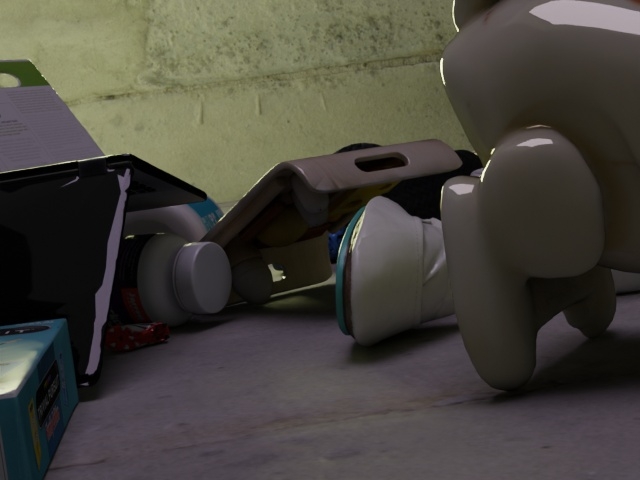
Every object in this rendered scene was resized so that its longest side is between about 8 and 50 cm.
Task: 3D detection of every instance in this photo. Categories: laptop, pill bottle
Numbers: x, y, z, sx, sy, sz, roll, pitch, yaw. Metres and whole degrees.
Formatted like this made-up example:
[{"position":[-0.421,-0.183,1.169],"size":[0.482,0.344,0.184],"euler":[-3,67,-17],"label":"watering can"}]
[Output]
[{"position":[-0.346,0.057,1.453],"size":[0.382,0.236,0.408],"euler":[-7,-8,11],"label":"laptop"},{"position":[-0.202,0.047,1.584],"size":[0.193,0.108,0.108],"euler":[-4,6,29],"label":"pill bottle"},{"position":[-0.196,0.005,1.802],"size":[0.146,0.146,0.264],"euler":[-7,6,6],"label":"pill bottle"}]

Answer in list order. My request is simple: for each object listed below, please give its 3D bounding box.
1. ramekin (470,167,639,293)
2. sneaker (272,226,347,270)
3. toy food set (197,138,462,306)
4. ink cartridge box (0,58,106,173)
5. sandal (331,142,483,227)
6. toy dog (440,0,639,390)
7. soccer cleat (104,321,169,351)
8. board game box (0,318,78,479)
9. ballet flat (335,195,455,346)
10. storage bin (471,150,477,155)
[{"position":[0.308,-0.024,1.517],"size":[0.277,0.135,0.277],"euler":[-8,6,1],"label":"ramekin"},{"position":[0.000,0.000,2.005],"size":[0.082,0.069,0.209],"euler":[0,8,27],"label":"sneaker"},{"position":[0.000,-0.011,1.611],"size":[0.220,0.092,0.306],"euler":[-12,-18,-38],"label":"toy food set"},{"position":[-0.391,-0.110,1.801],"size":[0.189,0.255,0.097],"euler":[-14,-29,-53],"label":"ink cartridge box"},{"position":[0.127,-0.047,2.060],"size":[0.107,0.167,0.446],"euler":[-33,-17,32],"label":"sandal"},{"position":[0.318,-0.096,1.038],"size":[0.408,0.395,0.284],"euler":[-14,-7,30],"label":"toy dog"},{"position":[-0.197,0.100,1.460],"size":[0.083,0.029,0.036],"euler":[-8,-4,-39],"label":"soccer cleat"},{"position":[-0.323,0.132,1.026],"size":[0.254,0.079,0.336],"euler":[-7,6,-5],"label":"board game box"},{"position":[0.095,0.024,1.395],"size":[0.139,0.139,0.400],"euler":[-7,2,6],"label":"ballet flat"},{"position":[0.412,-0.131,2.212],"size":[0.260,0.123,0.262],"euler":[-22,6,-17],"label":"storage bin"}]
